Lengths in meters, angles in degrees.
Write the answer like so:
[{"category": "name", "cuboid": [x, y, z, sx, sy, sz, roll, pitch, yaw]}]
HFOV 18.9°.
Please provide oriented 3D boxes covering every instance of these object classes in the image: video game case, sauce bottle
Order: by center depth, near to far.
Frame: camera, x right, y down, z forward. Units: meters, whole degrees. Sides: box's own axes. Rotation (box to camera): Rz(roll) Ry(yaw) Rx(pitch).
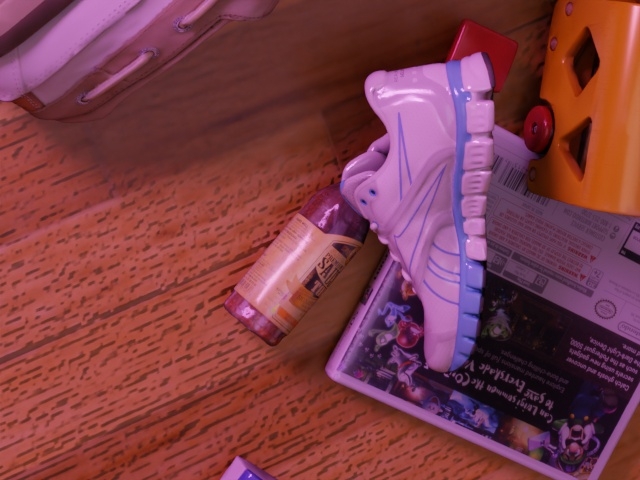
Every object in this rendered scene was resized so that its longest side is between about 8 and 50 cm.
[{"category": "sauce bottle", "cuboid": [0.000, 0.000, 1.074, 0.042, 0.042, 0.128, 40, 90, -22]}, {"category": "video game case", "cuboid": [0.121, 0.039, 1.134, 0.190, 0.022, 0.173, 26, 95, -22]}]

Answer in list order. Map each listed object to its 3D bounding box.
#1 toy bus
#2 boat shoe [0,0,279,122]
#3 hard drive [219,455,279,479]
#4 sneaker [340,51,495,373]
[{"category": "toy bus", "cuboid": [0.187, -0.104, 1.061, 0.191, 0.104, 0.202, -41, 112, -11]}, {"category": "boat shoe", "cuboid": [-0.053, -0.170, 0.968, 0.302, 0.113, 0.103, -31, 134, 15]}, {"category": "hard drive", "cuboid": [-0.057, 0.311, 1.137, 0.210, 0.040, 0.318, 35, 92, -22]}, {"category": "sneaker", "cuboid": [0.052, -0.014, 1.048, 0.083, 0.071, 0.190, 0, 117, 2]}]
